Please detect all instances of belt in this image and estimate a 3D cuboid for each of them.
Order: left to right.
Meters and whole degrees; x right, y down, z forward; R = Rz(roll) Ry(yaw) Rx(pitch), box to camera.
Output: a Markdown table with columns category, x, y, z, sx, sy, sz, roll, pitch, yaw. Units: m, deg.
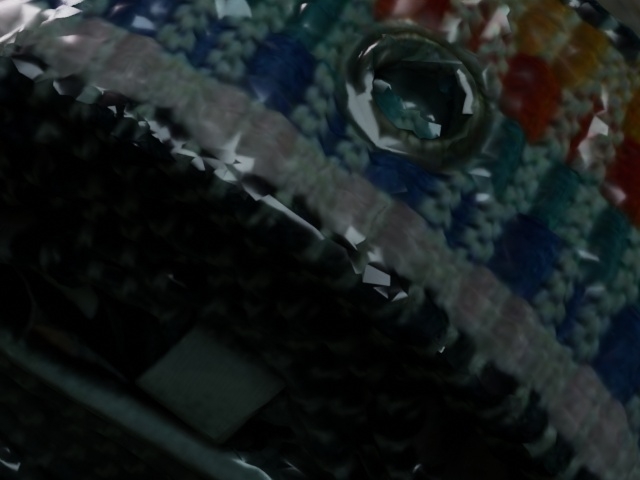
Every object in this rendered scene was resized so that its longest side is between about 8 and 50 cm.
| category | x | y | z | sx | sy | sz | roll | pitch | yaw |
| --- | --- | --- | --- | --- | --- | --- | --- | --- | --- |
| belt | 0.000 | 0.000 | 0.556 | 0.295 | 0.207 | 0.160 | 28 | 51 | 4 |
